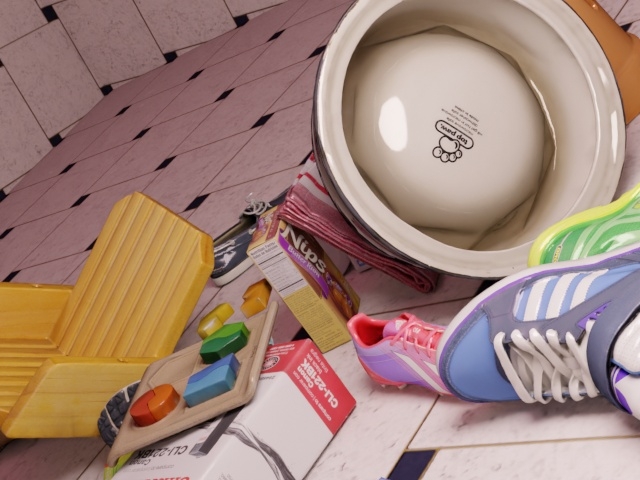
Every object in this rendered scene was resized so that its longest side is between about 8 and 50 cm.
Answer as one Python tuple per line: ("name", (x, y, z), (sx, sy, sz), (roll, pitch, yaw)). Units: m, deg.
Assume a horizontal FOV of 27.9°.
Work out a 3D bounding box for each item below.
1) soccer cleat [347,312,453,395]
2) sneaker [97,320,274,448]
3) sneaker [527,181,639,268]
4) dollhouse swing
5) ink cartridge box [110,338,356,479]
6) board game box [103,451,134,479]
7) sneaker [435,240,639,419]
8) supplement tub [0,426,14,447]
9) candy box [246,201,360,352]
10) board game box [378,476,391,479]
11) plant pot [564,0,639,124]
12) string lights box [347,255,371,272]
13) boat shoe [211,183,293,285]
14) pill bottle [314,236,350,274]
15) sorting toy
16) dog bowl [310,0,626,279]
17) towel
("soccer cleat", (0.126, 0.126, 1.496), (0.083, 0.095, 0.248), (-47, 22, -29))
("sneaker", (-0.183, 0.211, 1.833), (0.283, 0.110, 0.122), (-30, 3, 4))
("sneaker", (0.377, -0.009, 1.427), (0.295, 0.109, 0.123), (-33, 43, 1))
("dollhouse swing", (-0.379, 0.087, 1.938), (0.347, 0.315, 0.305), (31, 110, 51))
("ink cartridge box", (-0.114, 0.257, 1.554), (0.197, 0.114, 0.273), (-14, 28, 46))
("board game box", (-0.209, 0.287, 1.732), (0.181, 0.043, 0.092), (-36, 19, 7))
("sneaker", (0.258, 0.113, 1.257), (0.323, 0.130, 0.236), (-24, 18, 15))
("supplement tub", (-0.547, 0.271, 2.162), (0.200, 0.144, 0.144), (-31, 19, 30))
("candy box", (-0.021, 0.050, 1.770), (0.053, 0.186, 0.109), (-27, 21, 22))
("board game box", (0.062, 0.291, 1.334), (0.090, 0.020, 0.090), (-44, 22, -20))
("plant pot", (0.324, -0.259, 1.896), (0.291, 0.203, 0.291), (-30, 21, 13))
("string lights box", (0.083, -0.082, 1.980), (0.077, 0.133, 0.259), (-23, 24, 30))
("boat shoe", (-0.114, -0.028, 2.255), (0.254, 0.079, 0.095), (-42, 20, -17))
("pill bottle", (0.000, 0.000, 1.999), (0.086, 0.086, 0.152), (-32, 19, 10))
("sorting toy", (-0.155, 0.149, 1.641), (0.229, 0.041, 0.307), (-29, 19, 18))
("dog bowl", (0.171, -0.140, 1.635), (0.408, 0.408, 0.150), (-42, 3, -18))
("towel", (0.093, -0.076, 1.840), (0.037, 0.237, 0.329), (-61, 1, 37))
